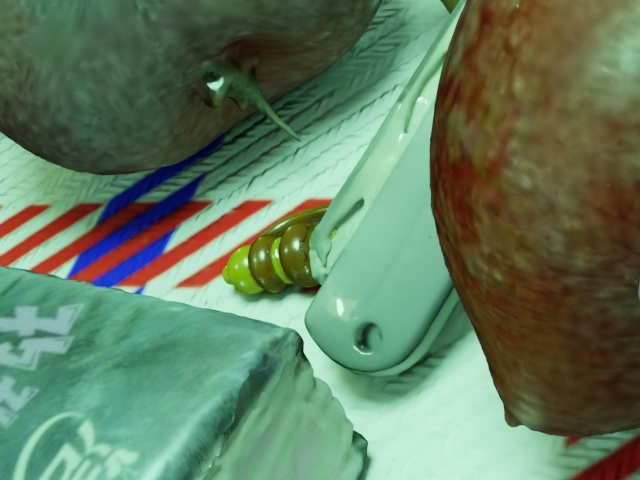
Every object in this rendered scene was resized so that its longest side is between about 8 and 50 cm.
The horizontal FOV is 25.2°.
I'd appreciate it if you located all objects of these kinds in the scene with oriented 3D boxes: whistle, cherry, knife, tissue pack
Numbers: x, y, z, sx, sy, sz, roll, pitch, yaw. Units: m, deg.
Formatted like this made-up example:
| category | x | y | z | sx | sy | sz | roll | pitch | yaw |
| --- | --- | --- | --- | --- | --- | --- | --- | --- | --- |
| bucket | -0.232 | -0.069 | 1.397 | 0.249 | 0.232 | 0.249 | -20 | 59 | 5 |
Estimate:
| category | x | y | z | sx | sy | sz | roll | pitch | yaw |
| --- | --- | --- | --- | --- | --- | --- | --- | --- | --- |
| whistle | -0.001 | -0.003 | 0.727 | 0.109 | 0.046 | 0.057 | -10 | 59 | 33 |
| cherry | 0.142 | -0.050 | 0.540 | 0.239 | 0.239 | 0.206 | -23 | 64 | 11 |
| cherry | -0.102 | -0.175 | 0.795 | 0.261 | 0.307 | 0.221 | -33 | -2 | 7 |
| knife | 0.071 | -0.059 | 0.648 | 0.073 | 0.040 | 0.265 | 31 | 95 | 13 |
| tissue pack | -0.186 | 0.132 | 0.657 | 0.361 | 0.122 | 0.259 | 9 | 57 | 36 |

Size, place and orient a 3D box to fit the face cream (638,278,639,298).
| category | x | y | z | sx | sy | sz | roll | pitch | yaw |
| --- | --- | --- | --- | --- | --- | --- | --- | --- | --- |
| face cream | 0.229 | 0.062 | 0.352 | 0.249 | 0.249 | 0.225 | -24 | 42 | 11 |

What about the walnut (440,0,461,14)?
| category | x | y | z | sx | sy | sz | roll | pitch | yaw |
| --- | --- | --- | --- | --- | --- | --- | --- | --- | --- |
| walnut | 0.118 | -0.169 | 0.737 | 0.166 | 0.149 | 0.166 | 2 | 45 | -2 |
